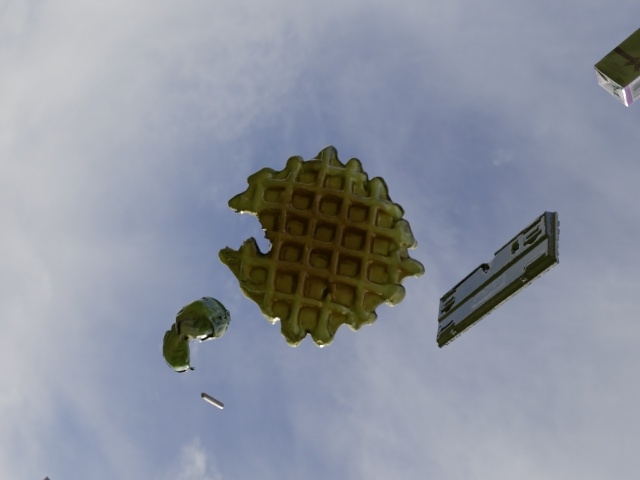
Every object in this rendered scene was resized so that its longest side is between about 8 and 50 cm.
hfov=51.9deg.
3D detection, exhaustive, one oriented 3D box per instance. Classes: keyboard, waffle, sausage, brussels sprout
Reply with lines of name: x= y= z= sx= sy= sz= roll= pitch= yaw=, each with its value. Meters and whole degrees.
keyboard: x=0.126 y=0.032 z=0.476 sx=0.129 sy=0.015 sz=0.049 roll=-50 pitch=-161 yaw=44
waffle: x=0.000 y=-0.001 z=0.877 sx=0.250 sy=0.056 sz=0.261 roll=-34 pitch=-107 yaw=-12
sausage: x=-0.264 y=0.392 z=1.612 sx=0.015 sy=0.100 sz=0.015 roll=-15 pitch=-127 yaw=21
brussels sprout: x=-0.126 y=0.092 z=0.645 sx=0.083 sy=0.051 sz=0.046 roll=-51 pitch=-162 yaw=7

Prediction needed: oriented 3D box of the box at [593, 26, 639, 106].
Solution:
box: x=0.349 y=-0.200 z=0.687 sx=0.117 sy=0.036 sz=0.051 roll=-42 pitch=-128 yaw=9

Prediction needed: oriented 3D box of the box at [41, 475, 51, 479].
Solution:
box: x=-0.313 y=0.392 z=0.622 sx=0.174 sy=0.076 sz=0.274 roll=45 pitch=-101 yaw=0
